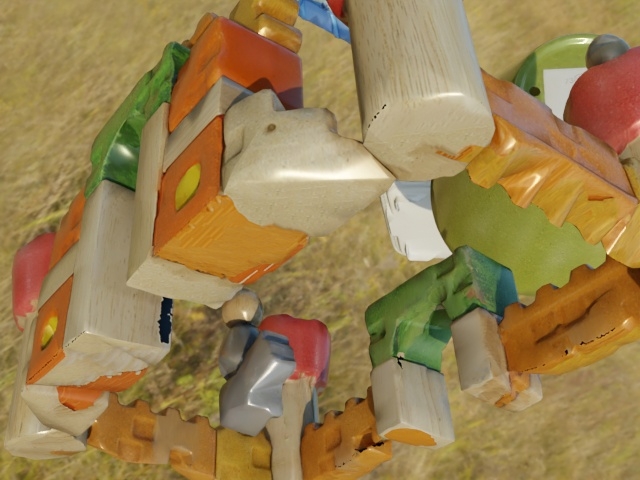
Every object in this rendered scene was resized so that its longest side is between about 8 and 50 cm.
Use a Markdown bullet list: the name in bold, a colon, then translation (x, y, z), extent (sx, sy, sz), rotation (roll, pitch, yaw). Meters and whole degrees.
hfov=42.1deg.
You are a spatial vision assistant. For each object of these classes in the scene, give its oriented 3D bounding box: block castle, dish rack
- **block castle**: translation (0.000, 0.000, 0.560), extent (0.303, 0.453, 0.213), rotation (23, 46, -32)
- **dish rack**: translation (0.266, -0.039, 1.448), extent (0.285, 0.333, 0.072), rotation (68, 27, -57)

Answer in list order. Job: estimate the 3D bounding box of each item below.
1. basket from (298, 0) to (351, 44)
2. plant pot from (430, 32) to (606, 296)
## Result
- **basket**: translation (-0.053, -0.286, 0.967), extent (0.201, 0.289, 0.255), rotation (21, 15, -19)
- **plant pot**: translation (0.267, -0.098, 0.927), extent (0.293, 0.275, 0.275), rotation (72, -5, -75)
